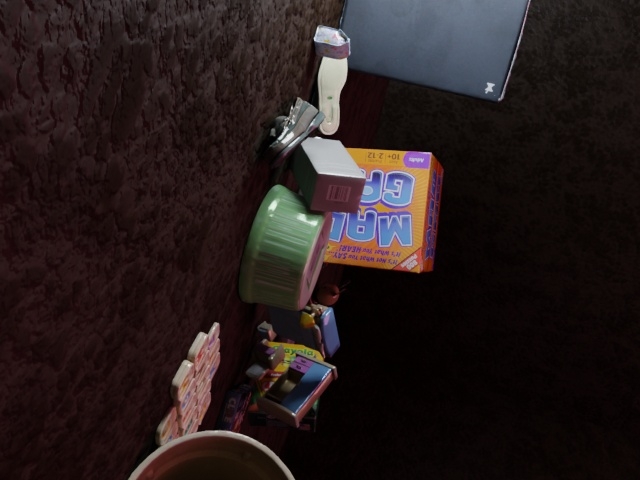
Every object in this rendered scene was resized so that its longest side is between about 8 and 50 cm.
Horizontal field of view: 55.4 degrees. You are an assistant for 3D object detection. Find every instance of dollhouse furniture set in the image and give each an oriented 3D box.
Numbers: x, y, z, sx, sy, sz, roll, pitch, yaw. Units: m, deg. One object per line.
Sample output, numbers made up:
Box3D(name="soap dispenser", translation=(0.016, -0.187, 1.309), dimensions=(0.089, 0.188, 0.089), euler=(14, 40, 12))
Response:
Box3D(name="dollhouse furniture set", translation=(-0.119, 0.292, 1.636), dimensions=(0.198, 0.286, 0.303), euler=(-44, 138, -40))

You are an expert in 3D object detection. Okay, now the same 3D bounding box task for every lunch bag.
Box3D(name="lunch bag", translation=(0.031, -0.471, 1.458), dimensions=(0.071, 0.083, 0.053), euler=(68, 40, -77))

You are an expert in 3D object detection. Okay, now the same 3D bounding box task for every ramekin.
Box3D(name="ramekin", translation=(-0.077, 0.027, 1.503), dimensions=(0.303, 0.148, 0.303), euler=(17, 90, -83))

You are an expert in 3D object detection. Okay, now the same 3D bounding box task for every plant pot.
Box3D(name="plant pot", translation=(-0.220, 0.570, 1.152), dimensions=(0.305, 0.334, 0.333), euler=(114, -2, -53))

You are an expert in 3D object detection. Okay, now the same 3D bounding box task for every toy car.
Box3D(name="toy car", translation=(0.011, 0.179, 2.202), dimensions=(0.155, 0.189, 0.148), euler=(-56, 127, -65))

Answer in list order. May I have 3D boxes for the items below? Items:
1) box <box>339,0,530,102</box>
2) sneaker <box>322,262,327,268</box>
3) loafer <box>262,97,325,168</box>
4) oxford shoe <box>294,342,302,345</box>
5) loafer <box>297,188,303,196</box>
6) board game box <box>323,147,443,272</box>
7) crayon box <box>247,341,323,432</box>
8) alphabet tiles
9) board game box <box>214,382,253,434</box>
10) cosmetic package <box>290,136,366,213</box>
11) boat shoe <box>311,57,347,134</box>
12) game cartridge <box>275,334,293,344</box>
Box3D(name="box", translation=(0.332, -0.612, 1.836), dimensions=(0.472, 0.480, 0.297), euler=(-55, 158, -69))
Box3D(name="sneaker", translation=(0.000, 0.000, 2.205), dimensions=(0.276, 0.098, 0.135), euler=(92, 18, -57))
Box3D(name="loafer", translation=(-0.073, -0.237, 1.318), dimensions=(0.096, 0.084, 0.267), euler=(-41, -172, 33))
Box3D(name="oxford shoe", translation=(-0.111, 0.440, 2.470), dimensions=(0.271, 0.097, 0.098), euler=(45, 42, -86))
Box3D(name="loafer", translation=(-0.045, -0.075, 1.784), dimensions=(0.080, 0.078, 0.220), euler=(52, 55, -81))
Box3D(name="board game box", translation=(0.187, -0.093, 1.971), dimensions=(0.356, 0.356, 0.356), euler=(5, 91, -73))
Box3D(name="crayon box", translation=(-0.097, 0.428, 1.899), dimensions=(0.318, 0.202, 0.081), euler=(-82, 175, -50))
Box3D(name="alphabet tiles", translation=(-0.264, 0.321, 1.269), dimensions=(0.284, 0.021, 0.278), euler=(99, 11, -46))
Box3D(name="board game box", translation=(-0.256, 0.527, 1.691), dimensions=(0.165, 0.042, 0.243), euler=(44, 62, -82))
Box3D(name="cosmetic package", translation=(0.013, -0.165, 1.492), dimensions=(0.238, 0.127, 0.107), euler=(-116, -146, -59))
Box3D(name="boat shoe", translation=(0.013, -0.398, 1.604), dimensions=(0.079, 0.084, 0.233), euler=(25, -71, 59))
Box3D(name="game cartridge", translation=(-0.104, 0.306, 2.291), dimensions=(0.294, 0.060, 0.196), euler=(-57, 166, -65))
